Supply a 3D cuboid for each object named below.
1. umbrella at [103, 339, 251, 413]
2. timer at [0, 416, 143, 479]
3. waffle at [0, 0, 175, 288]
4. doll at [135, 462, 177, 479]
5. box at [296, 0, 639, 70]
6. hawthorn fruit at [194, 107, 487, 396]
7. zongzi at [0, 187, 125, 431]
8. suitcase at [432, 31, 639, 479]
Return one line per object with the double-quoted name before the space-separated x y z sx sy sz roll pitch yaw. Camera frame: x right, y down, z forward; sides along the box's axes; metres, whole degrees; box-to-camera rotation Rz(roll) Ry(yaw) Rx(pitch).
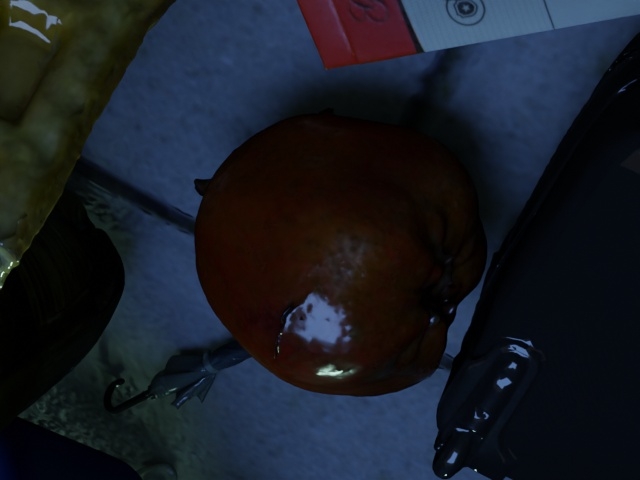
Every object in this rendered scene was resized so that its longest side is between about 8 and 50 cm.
"umbrella" -0.065 0.091 1.363 0.269 0.044 0.044 -23 146 35
"timer" -0.127 0.298 1.395 0.383 0.270 0.270 19 138 -30
"waffle" -0.264 -0.160 1.089 0.348 0.304 0.077 25 154 2
"doll" -0.317 0.248 1.524 0.423 0.161 0.348 30 115 -12
"box" 0.091 -0.181 1.084 0.245 0.035 0.139 -8 123 28
"hawthorn fruit" 0.000 0.000 1.175 0.202 0.185 0.185 29 136 29
"zongzi" -0.359 -0.019 1.196 0.432 0.403 0.208 46 122 -1
"suitcase" 0.274 0.062 1.100 0.345 0.188 0.339 29 133 1
